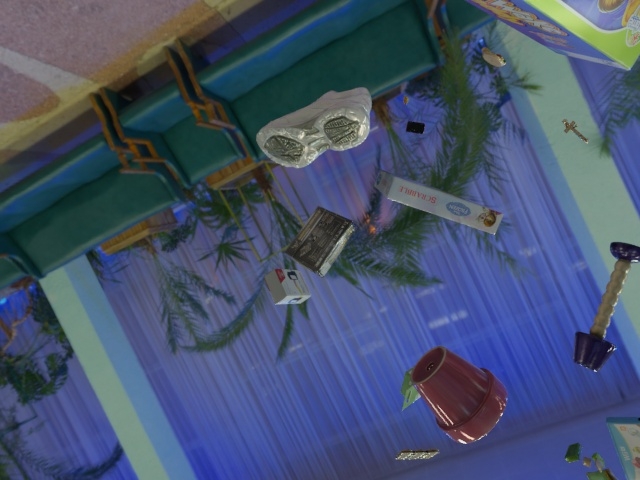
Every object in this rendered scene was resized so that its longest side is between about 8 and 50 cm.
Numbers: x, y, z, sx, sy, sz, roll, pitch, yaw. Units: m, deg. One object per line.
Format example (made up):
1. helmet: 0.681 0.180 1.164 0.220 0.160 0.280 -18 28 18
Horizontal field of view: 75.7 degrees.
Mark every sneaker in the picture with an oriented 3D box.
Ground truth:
1. sneaker: -0.007 -0.200 0.717 0.231 0.090 0.115 -4 -135 32

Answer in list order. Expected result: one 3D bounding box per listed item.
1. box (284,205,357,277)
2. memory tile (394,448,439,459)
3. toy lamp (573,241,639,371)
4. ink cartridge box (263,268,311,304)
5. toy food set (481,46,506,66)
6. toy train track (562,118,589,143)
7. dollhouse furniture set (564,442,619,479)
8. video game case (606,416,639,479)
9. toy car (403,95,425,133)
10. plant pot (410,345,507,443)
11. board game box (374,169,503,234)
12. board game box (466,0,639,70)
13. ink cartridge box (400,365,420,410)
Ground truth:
1. box: 0.000 0.000 1.532 0.183 0.056 0.231 26 -105 38
2. memory tile: 0.282 0.629 1.212 0.113 0.012 0.148 -1 145 -1
3. toy lamp: 0.613 0.142 0.877 0.080 0.080 0.275 -178 -69 -86
4. ink cartridge box: -0.131 0.187 1.680 0.072 0.128 0.175 -37 156 24
5. toy food set: 0.566 -0.597 1.348 0.082 0.083 0.020 20 108 -46
6. toy train track: 0.652 -0.280 1.048 0.048 0.083 0.014 -44 175 -18
7. dollhouse furniture set: 0.764 0.652 1.155 0.058 0.152 0.076 -25 163 -46
8. video game case: 0.553 0.326 0.631 0.166 0.119 0.015 -18 -171 37
9. toy car: 0.292 -0.385 1.267 0.060 0.122 0.040 -3 -172 27
10. plant pot: 0.343 0.382 1.072 0.201 0.180 0.201 -47 -179 1
11. board game box: 0.338 -0.129 1.254 0.318 0.066 0.318 18 -167 -4
12. board game box: 0.154 -0.269 0.243 0.346 0.078 0.234 0 122 -36
13. ink cartridge box: 0.350 0.511 1.491 0.209 0.109 0.062 -18 -143 -35
